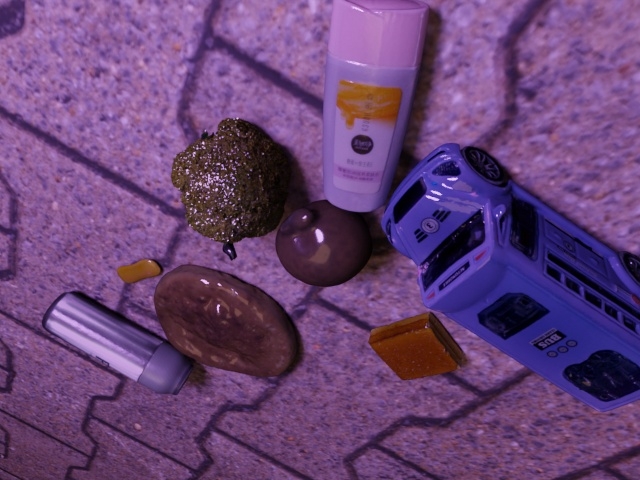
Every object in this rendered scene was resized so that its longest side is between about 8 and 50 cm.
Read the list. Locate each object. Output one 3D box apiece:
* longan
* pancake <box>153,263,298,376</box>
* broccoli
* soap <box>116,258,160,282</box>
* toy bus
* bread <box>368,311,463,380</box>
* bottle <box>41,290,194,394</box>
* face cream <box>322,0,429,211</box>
[{"bbox_3d":[0.000,0.000,0.538,0.106,0.106,0.119,-11,152,27],"label":"longan"},{"bbox_3d":[-0.155,0.141,0.748,0.242,0.050,0.242,11,129,14],"label":"pancake"},{"bbox_3d":[-0.095,-0.060,0.530,0.131,0.130,0.120,44,170,-26],"label":"broccoli"},{"bbox_3d":[-0.279,0.047,0.745,0.089,0.012,0.034,-16,120,30],"label":"soap"},{"bbox_3d":[0.197,0.039,0.477,0.292,0.133,0.125,33,132,-6],"label":"toy bus"},{"bbox_3d":[0.127,0.144,0.654,0.094,0.035,0.090,-25,115,34],"label":"bread"},{"bbox_3d":[-0.340,0.178,0.834,0.254,0.079,0.096,30,169,-4],"label":"bottle"},{"bbox_3d":[0.044,-0.121,0.458,0.084,0.057,0.198,10,130,7],"label":"face cream"}]
